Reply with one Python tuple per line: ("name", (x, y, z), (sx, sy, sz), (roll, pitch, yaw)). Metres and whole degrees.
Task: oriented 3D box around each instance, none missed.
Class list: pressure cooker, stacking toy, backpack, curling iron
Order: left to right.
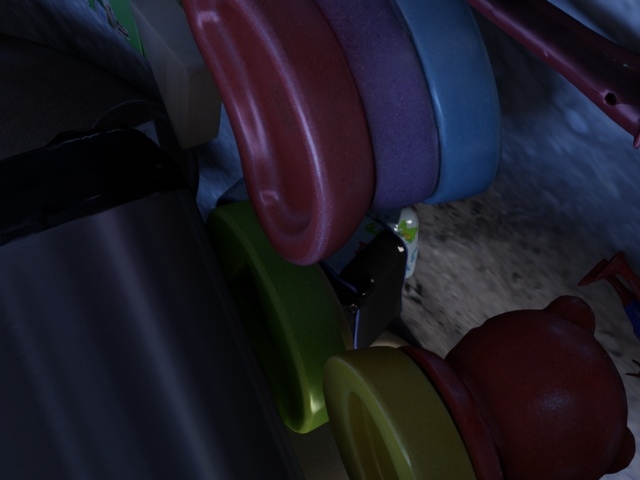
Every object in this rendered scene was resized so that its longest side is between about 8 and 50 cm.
("pressure cooker", (-0.171, 0.186, 0.954), (0.370, 0.375, 0.420), (-111, -1, -88))
("backpack", (0.000, 0.000, 1.072), (0.114, 0.084, 0.105), (35, 156, 20))
("stacking toy", (0.031, -0.015, 0.902), (0.279, 0.130, 0.309), (-146, 38, -65))
("curling iron", (0.126, -0.059, 0.699), (0.274, 0.035, 0.068), (45, 164, 15))

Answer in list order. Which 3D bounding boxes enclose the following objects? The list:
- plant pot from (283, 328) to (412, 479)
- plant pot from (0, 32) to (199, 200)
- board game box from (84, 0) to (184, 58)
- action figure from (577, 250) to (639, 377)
("plant pot", (-0.019, 0.150, 1.218), (0.191, 0.284, 0.284), (-20, 115, 36))
("plant pot", (-0.202, -0.052, 1.328), (0.230, 0.215, 0.215), (5, 135, 48))
("board game box", (-0.167, -0.258, 1.001), (0.213, 0.046, 0.317), (43, 163, 18))
("action figure", (0.170, 0.058, 0.869), (0.115, 0.030, 0.038), (47, 159, 0))
